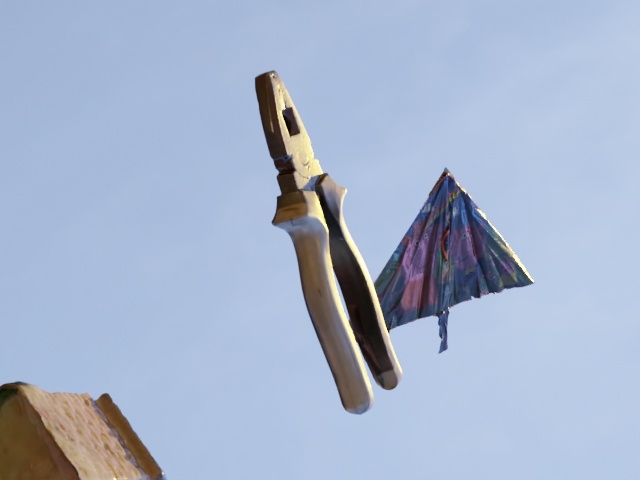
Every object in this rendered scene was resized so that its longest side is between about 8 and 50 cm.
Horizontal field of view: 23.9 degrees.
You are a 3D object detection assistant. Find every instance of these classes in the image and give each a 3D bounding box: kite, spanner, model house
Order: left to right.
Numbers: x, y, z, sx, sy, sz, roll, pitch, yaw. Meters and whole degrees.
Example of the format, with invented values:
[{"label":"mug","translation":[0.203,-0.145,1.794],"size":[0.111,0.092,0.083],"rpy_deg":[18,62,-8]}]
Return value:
[{"label":"model house","translation":[-0.369,0.369,2.136],"size":[0.298,0.284,0.243],"rpy_deg":[-51,-121,20]},{"label":"spanner","translation":[0.000,0.000,1.396],"size":[0.040,0.325,0.095],"rpy_deg":[-13,-170,33]},{"label":"kite","translation":[0.139,0.029,1.741],"size":[0.321,0.234,0.016],"rpy_deg":[-17,-151,-37]}]
